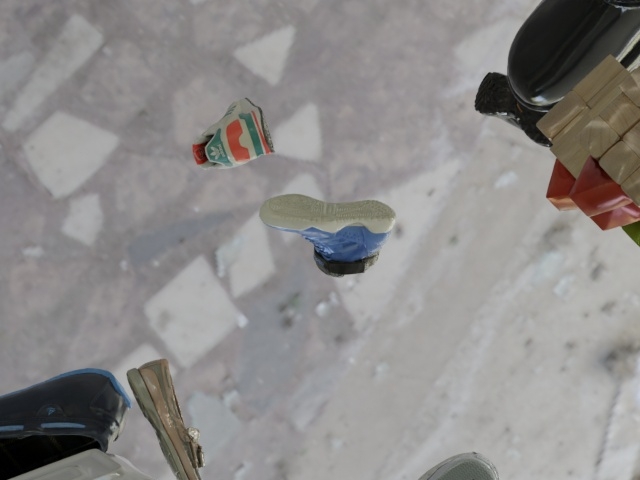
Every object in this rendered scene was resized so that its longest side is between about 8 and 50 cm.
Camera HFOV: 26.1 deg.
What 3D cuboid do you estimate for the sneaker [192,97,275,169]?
[{"bbox_3d":[-0.097,-0.105,1.394,0.075,0.161,0.057,-19,103,-9],"label":"sneaker"}]

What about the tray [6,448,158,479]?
[{"bbox_3d":[-0.277,0.236,1.177,0.270,0.145,0.030,-18,99,-23],"label":"tray"}]

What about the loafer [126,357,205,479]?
[{"bbox_3d":[-0.120,0.157,1.154,0.039,0.125,0.045,-26,168,-16],"label":"loafer"}]

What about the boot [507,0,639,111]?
[{"bbox_3d":[0.261,-0.300,1.497,0.367,0.146,0.445,-40,157,26],"label":"boot"}]

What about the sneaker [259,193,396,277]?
[{"bbox_3d":[0.000,0.001,1.429,0.152,0.058,0.085,0,124,-30],"label":"sneaker"}]

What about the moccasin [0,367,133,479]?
[{"bbox_3d":[-0.377,0.246,1.559,0.342,0.117,0.138,-31,114,18],"label":"moccasin"}]

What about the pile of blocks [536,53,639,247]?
[{"bbox_3d":[0.229,-0.042,1.002,0.112,0.149,0.362,-44,-178,12],"label":"pile of blocks"}]

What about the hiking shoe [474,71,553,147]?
[{"bbox_3d":[0.317,-0.176,1.888,0.114,0.227,0.086,9,107,-36],"label":"hiking shoe"}]

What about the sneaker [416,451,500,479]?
[{"bbox_3d":[0.106,0.340,1.607,0.258,0.094,0.091,-36,172,8],"label":"sneaker"}]
